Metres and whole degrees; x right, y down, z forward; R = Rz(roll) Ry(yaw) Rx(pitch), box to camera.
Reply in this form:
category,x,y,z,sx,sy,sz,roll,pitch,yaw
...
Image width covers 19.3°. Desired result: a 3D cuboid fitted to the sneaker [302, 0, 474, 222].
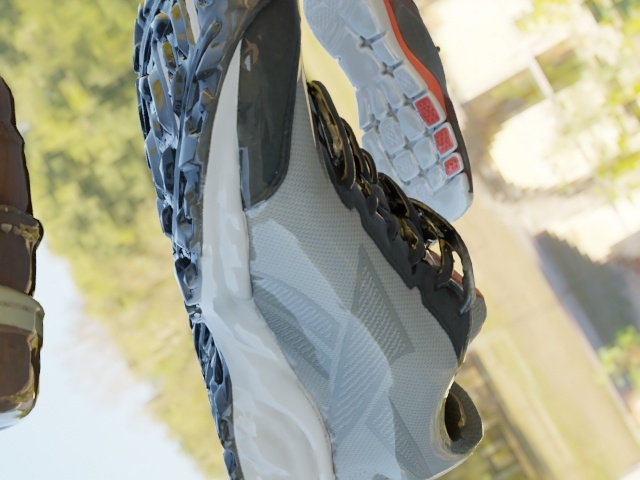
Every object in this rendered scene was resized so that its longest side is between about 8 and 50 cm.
category,x,y,z,sx,sy,sz,roll,pitch,yaw
sneaker,0.051,-0.087,1.018,0.065,0.061,0.158,-34,-77,-49

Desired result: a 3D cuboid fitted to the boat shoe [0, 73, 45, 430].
category,x,y,z,sx,sy,sz,roll,pitch,yaw
boat shoe,-0.189,-0.007,0.417,0.095,0.257,0.095,113,158,-80

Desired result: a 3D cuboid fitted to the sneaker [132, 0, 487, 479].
category,x,y,z,sx,sy,sz,roll,pitch,yaw
sneaker,0.000,0.000,0.650,0.271,0.108,0.100,78,177,-49
